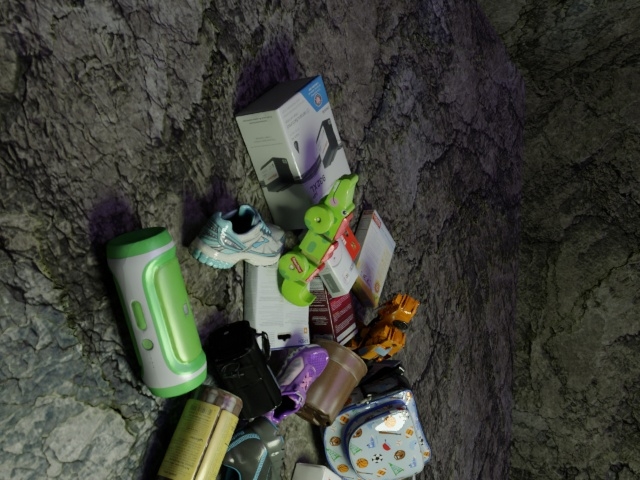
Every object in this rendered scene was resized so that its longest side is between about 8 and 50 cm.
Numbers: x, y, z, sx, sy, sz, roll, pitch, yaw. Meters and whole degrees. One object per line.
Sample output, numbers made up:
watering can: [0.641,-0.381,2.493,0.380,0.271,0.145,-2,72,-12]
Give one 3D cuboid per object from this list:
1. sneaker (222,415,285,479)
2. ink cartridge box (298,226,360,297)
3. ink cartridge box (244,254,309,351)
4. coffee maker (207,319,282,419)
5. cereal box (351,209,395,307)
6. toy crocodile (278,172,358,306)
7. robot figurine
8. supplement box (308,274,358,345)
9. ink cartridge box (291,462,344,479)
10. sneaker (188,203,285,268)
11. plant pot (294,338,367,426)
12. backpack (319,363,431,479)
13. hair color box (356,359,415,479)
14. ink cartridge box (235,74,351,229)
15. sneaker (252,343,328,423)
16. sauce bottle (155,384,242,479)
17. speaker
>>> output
sneaker: [-0.143,0.545,1.586,0.139,0.125,0.341,-22,114,-26]
ink cartridge box: [0.045,0.002,1.844,0.189,0.066,0.232,60,39,-20]
ink cartridge box: [-0.100,0.145,1.724,0.223,0.045,0.224,8,81,-58]
coffee maker: [-0.163,0.288,1.523,0.171,0.120,0.178,-71,146,-53]
cereal box: [0.146,0.053,2.132,0.173,0.047,0.240,56,43,-41]
toy crocodile: [0.000,0.000,1.641,0.341,0.105,0.115,-61,173,20]
robot figurine: [0.151,0.252,1.951,0.085,0.291,0.211,33,56,-10]
supplement box: [0.021,0.153,1.896,0.130,0.073,0.239,-29,112,-57]
ink cartridge box: [0.005,0.668,1.806,0.218,0.092,0.159,52,46,-46]
sneaker: [-0.150,-0.015,1.552,0.283,0.110,0.122,-12,135,-59]
plant pot: [0.006,0.357,1.788,0.165,0.167,0.167,-60,136,-30]
backpack: [0.132,0.496,1.853,0.213,0.263,0.277,-88,161,-78]
hair color box: [0.169,0.546,2.066,0.185,0.113,0.375,-18,104,-58]
ink cartridge box: [-0.052,-0.210,1.754,0.223,0.129,0.307,-50,129,-48]
sneaker: [-0.060,0.333,1.643,0.236,0.104,0.095,-38,117,-25]
sauce bottle: [-0.257,0.450,1.377,0.111,0.111,0.344,48,56,-46]
speaker: [-0.297,0.131,1.329,0.131,0.131,0.297,-34,116,-54]
